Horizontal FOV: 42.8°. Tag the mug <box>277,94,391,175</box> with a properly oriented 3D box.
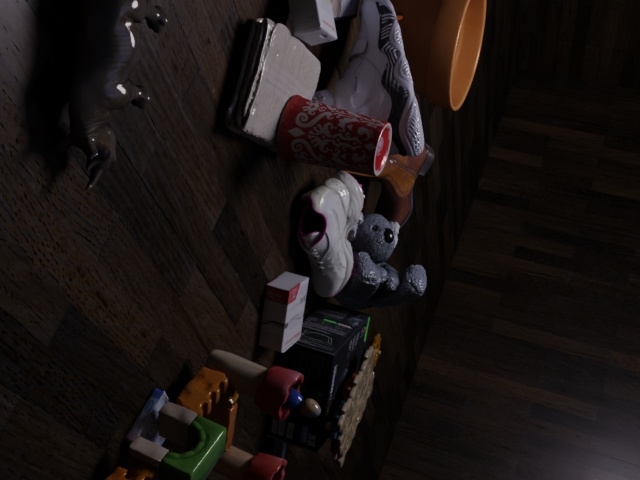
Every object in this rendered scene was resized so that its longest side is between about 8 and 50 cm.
[{"bbox_3d":[0.033,-0.181,1.383,0.150,0.169,0.113,-51,151,-52],"label":"mug"}]

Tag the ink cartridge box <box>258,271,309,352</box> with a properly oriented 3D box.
[{"bbox_3d":[-0.074,0.143,1.644,0.099,0.056,0.135,-31,132,-65],"label":"ink cartridge box"}]

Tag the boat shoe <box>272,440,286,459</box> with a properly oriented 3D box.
[{"bbox_3d":[-0.098,0.510,1.899,0.035,0.035,0.100,12,86,-69],"label":"boat shoe"}]

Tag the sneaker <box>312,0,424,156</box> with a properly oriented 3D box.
[{"bbox_3d":[0.068,-0.311,1.577,0.137,0.210,0.366,61,18,-65],"label":"sneaker"}]

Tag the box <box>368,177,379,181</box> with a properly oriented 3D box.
[{"bbox_3d":[0.149,-0.246,2.005,0.232,0.058,0.087,81,30,-52],"label":"box"}]

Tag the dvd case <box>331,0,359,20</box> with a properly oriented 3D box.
[{"bbox_3d":[0.030,-0.498,1.512,0.253,0.022,0.181,-39,140,-62],"label":"dvd case"}]

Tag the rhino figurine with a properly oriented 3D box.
[{"bbox_3d":[-0.236,-0.174,0.891,0.106,0.073,0.244,-16,120,-74],"label":"rhino figurine"}]

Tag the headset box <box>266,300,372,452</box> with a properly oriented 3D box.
[{"bbox_3d":[0.003,0.302,1.879,0.283,0.131,0.247,-33,135,-65],"label":"headset box"}]

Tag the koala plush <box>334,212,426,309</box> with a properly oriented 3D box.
[{"bbox_3d":[0.118,0.035,1.905,0.203,0.196,0.222,-34,-130,53],"label":"koala plush"}]

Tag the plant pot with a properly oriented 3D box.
[{"bbox_3d":[0.249,-0.463,1.902,0.291,0.203,0.291,14,90,-72],"label":"plant pot"}]

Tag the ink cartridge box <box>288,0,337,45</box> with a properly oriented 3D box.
[{"bbox_3d":[-0.017,-0.391,1.339,0.088,0.052,0.123,-1,80,-71],"label":"ink cartridge box"}]

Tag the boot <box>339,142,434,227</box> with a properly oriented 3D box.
[{"bbox_3d":[0.140,-0.141,1.935,0.280,0.096,0.264,11,116,-54],"label":"boot"}]

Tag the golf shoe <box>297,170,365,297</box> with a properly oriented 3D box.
[{"bbox_3d":[0.000,0.000,1.719,0.140,0.115,0.306,-22,133,-37],"label":"golf shoe"}]

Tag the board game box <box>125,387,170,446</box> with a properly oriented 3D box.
[{"bbox_3d":[-0.260,0.288,1.262,0.090,0.020,0.090,82,29,-51],"label":"board game box"}]

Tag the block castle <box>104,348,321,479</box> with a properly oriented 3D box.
[{"bbox_3d":[-0.178,0.413,1.243,0.453,0.212,0.303,-50,156,-53],"label":"block castle"}]

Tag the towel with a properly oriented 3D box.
[{"bbox_3d":[-0.075,-0.246,1.359,0.282,0.049,0.187,18,88,-73],"label":"towel"}]

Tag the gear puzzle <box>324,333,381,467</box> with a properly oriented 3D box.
[{"bbox_3d":[0.081,0.335,1.868,0.339,0.044,0.176,-61,157,-45],"label":"gear puzzle"}]
